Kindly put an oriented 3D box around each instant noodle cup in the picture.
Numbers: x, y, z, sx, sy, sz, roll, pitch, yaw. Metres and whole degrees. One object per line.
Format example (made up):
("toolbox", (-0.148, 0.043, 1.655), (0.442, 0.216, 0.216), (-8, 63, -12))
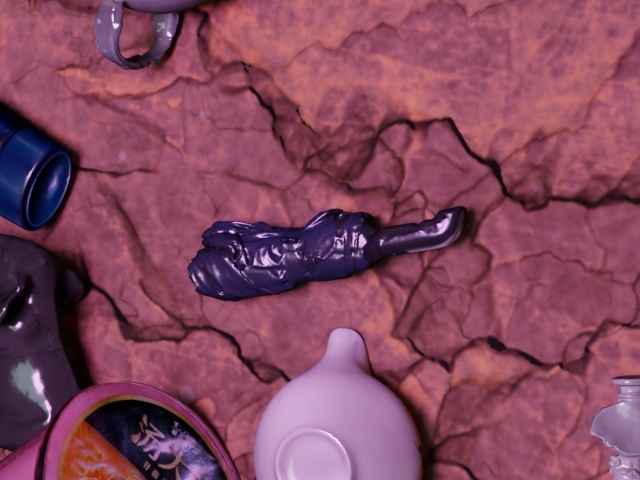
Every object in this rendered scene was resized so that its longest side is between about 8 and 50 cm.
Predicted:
("instant noodle cup", (-0.223, 0.270, 1.120), (0.255, 0.244, 0.244), (-30, 77, 31))

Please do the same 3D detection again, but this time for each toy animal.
("toy animal", (-0.283, 0.091, 1.211), (0.146, 0.114, 0.245), (-11, 106, 31))

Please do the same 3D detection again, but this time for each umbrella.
("umbrella", (0.001, 0.008, 1.090), (0.248, 0.071, 0.071), (-7, 86, 26))

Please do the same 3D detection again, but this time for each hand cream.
("hand cream", (-0.350, -0.103, 1.271), (0.270, 0.061, 0.120), (30, 107, 30))

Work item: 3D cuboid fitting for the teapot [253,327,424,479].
("teapot", (0.012, 0.188, 1.073), (0.145, 0.092, 0.226), (0, 92, 26))

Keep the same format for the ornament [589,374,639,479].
("ornament", (0.235, 0.147, 0.992), (0.068, 0.041, 0.092), (25, 88, 1))

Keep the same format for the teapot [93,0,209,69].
("teapot", (-0.130, -0.288, 1.126), (0.193, 0.129, 0.294), (20, 100, 24))
